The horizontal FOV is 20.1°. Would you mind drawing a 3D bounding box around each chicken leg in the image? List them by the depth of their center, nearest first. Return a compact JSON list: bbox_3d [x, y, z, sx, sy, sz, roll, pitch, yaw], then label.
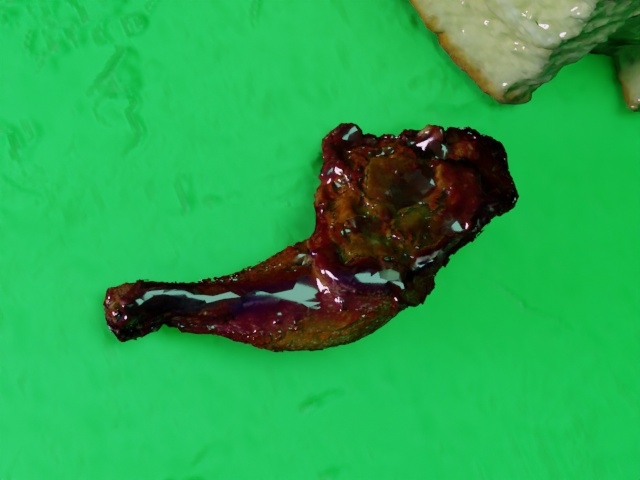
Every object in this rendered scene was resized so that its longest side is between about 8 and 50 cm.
[{"bbox_3d":[0.006,0.004,0.783,0.093,0.053,0.205,43,51,15],"label":"chicken leg"}]

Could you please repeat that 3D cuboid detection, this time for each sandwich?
[{"bbox_3d":[0.110,-0.141,0.839,0.236,0.122,0.128,0,72,-26],"label":"sandwich"}]
